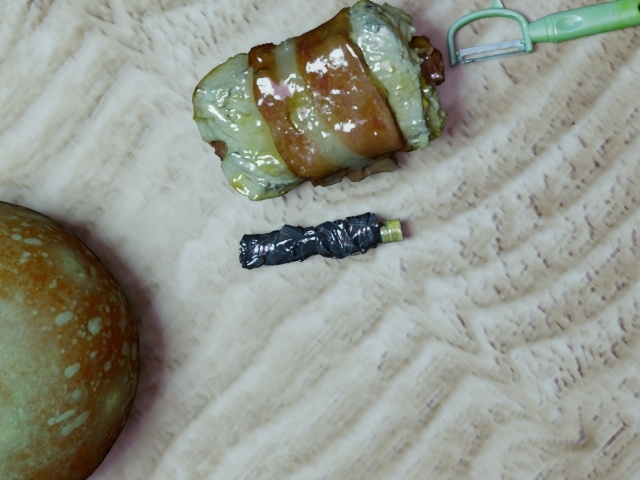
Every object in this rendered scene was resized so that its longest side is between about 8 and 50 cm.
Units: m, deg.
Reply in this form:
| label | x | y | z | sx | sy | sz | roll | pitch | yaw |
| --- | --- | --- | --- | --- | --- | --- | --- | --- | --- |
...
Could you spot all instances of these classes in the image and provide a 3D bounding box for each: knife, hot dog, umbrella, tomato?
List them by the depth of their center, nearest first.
| label | x | y | z | sx | sy | sz | roll | pitch | yaw |
| --- | --- | --- | --- | --- | --- | --- | --- | --- | --- |
| tomato | -0.289 | 0.101 | 0.782 | 0.270 | 0.222 | 0.270 | 0 | 89 | 5 |
| hot dog | 0.001 | -0.116 | 0.810 | 0.213 | 0.103 | 0.146 | -13 | 113 | 15 |
| knife | 0.212 | -0.193 | 0.825 | 0.212 | 0.015 | 0.054 | -10 | 84 | 6 |
| umbrella | 0.000 | 0.000 | 0.841 | 0.143 | 0.040 | 0.037 | -9 | 83 | 4 |
